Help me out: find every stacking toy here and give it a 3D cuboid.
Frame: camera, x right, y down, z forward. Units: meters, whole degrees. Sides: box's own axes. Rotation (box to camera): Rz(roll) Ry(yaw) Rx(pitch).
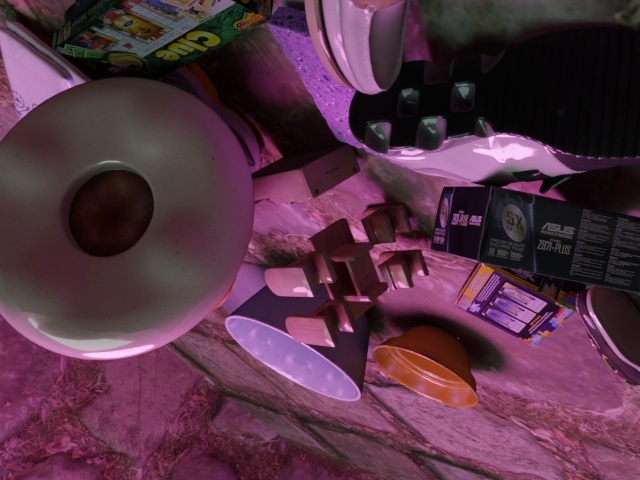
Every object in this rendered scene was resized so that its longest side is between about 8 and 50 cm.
[{"bbox_3d":[-0.229,0.010,1.020,0.350,0.351,0.480,25,171,12],"label":"stacking toy"}]

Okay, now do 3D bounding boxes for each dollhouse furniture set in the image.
[{"bbox_3d":[0.000,0.000,0.997,0.161,0.212,0.242,-4,112,50],"label":"dollhouse furniture set"}]

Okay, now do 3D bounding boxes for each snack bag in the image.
[{"bbox_3d":[-0.397,-0.149,1.145,0.342,0.037,0.323,36,141,20],"label":"snack bag"}]

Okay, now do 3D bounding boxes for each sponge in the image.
[{"bbox_3d":[0.028,-0.170,0.785,0.117,0.031,0.210,30,168,37],"label":"sponge"}]

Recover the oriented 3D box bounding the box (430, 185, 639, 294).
[{"bbox_3d":[0.229,-0.005,0.741,0.180,0.078,0.147,11,-177,-9],"label":"box"}]

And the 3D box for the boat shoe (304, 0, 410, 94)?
[{"bbox_3d":[0.052,-0.239,0.560,0.103,0.113,0.302,18,147,22],"label":"boat shoe"}]

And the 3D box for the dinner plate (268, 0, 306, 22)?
[{"bbox_3d":[-0.036,-0.267,0.744,0.141,0.017,0.141,25,154,13],"label":"dinner plate"}]

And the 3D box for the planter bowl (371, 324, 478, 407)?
[{"bbox_3d":[0.213,0.223,1.317,0.217,0.090,0.217,25,155,12],"label":"planter bowl"}]

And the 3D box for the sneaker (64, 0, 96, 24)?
[{"bbox_3d":[-0.274,-0.323,0.804,0.226,0.086,0.163,-7,148,40],"label":"sneaker"}]

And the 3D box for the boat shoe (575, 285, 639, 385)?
[{"bbox_3d":[0.404,0.138,0.937,0.227,0.081,0.068,39,151,-25],"label":"boat shoe"}]

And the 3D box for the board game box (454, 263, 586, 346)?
[{"bbox_3d":[0.284,0.080,1.009,0.141,0.048,0.170,29,157,10],"label":"board game box"}]

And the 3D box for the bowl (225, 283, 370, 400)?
[{"bbox_3d":[-0.021,0.179,1.415,0.311,0.163,0.312,25,155,13],"label":"bowl"}]

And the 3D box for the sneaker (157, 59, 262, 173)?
[{"bbox_3d":[-0.173,-0.162,1.012,0.088,0.093,0.225,4,145,46],"label":"sneaker"}]

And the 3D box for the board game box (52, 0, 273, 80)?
[{"bbox_3d":[-0.188,-0.246,0.794,0.136,0.030,0.259,10,167,-42],"label":"board game box"}]

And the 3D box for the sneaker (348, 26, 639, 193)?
[{"bbox_3d":[0.203,-0.113,0.670,0.330,0.123,0.146,7,167,35],"label":"sneaker"}]
